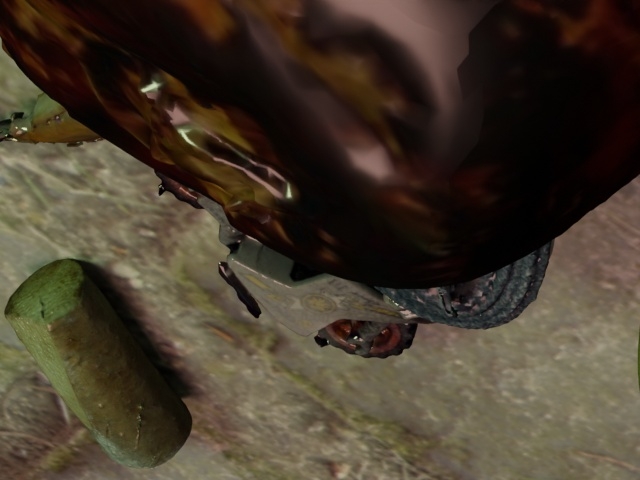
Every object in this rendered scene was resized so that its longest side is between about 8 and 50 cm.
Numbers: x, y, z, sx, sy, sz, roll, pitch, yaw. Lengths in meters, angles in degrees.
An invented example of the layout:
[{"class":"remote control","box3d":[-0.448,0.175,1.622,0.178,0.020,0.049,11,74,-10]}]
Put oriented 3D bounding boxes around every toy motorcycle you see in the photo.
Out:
[{"class":"toy motorcycle","box3d":[0.000,0.000,1.010,0.122,0.080,0.215,-19,129,37]}]

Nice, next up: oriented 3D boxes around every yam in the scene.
[{"class":"yam","box3d":[-0.150,0.089,1.175,0.068,0.068,0.169,-7,137,25]}]

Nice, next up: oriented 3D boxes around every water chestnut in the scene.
[{"class":"water chestnut","box3d":[0.021,-0.158,0.667,0.350,0.302,0.350,39,166,12]}]

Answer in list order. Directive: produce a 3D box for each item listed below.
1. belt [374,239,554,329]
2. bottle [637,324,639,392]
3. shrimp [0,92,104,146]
[{"class":"belt","box3d":[0.072,-0.042,0.892,0.122,0.128,0.218,8,140,9]},{"class":"bottle","box3d":[0.215,0.057,0.861,0.112,0.260,0.112,9,141,7]},{"class":"shrimp","box3d":[-0.128,-0.137,0.910,0.185,0.068,0.287,9,152,13]}]
